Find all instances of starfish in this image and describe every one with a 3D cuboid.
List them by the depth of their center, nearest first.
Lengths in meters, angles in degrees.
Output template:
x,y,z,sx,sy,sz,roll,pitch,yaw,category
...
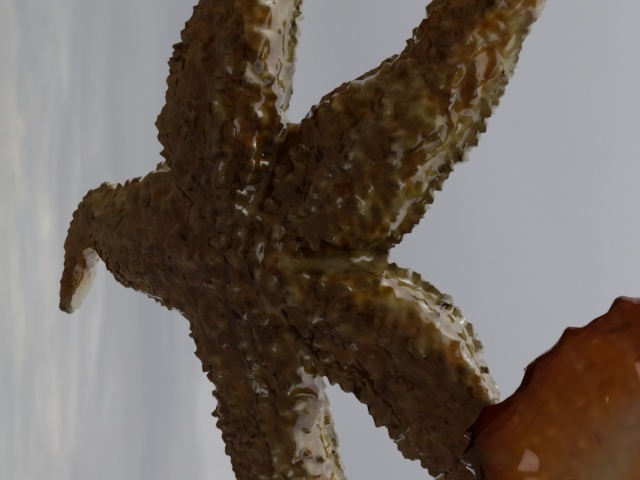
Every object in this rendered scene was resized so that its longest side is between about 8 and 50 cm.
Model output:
x,y,z,sx,sy,sz,roll,pitch,yaw,category
-0.003,0.001,0.466,0.299,0.060,0.302,31,-57,33,starfish

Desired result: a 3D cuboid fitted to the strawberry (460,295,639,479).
x,y,z,sx,sy,sz,roll,pitch,yaw,category
0.117,0.087,0.390,0.085,0.140,0.192,59,34,-60,strawberry
